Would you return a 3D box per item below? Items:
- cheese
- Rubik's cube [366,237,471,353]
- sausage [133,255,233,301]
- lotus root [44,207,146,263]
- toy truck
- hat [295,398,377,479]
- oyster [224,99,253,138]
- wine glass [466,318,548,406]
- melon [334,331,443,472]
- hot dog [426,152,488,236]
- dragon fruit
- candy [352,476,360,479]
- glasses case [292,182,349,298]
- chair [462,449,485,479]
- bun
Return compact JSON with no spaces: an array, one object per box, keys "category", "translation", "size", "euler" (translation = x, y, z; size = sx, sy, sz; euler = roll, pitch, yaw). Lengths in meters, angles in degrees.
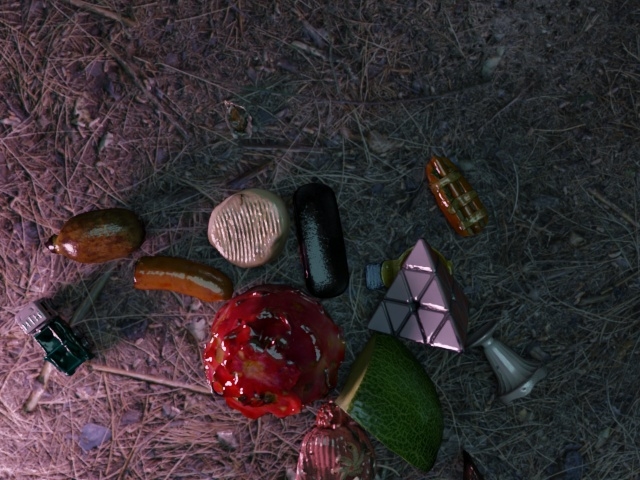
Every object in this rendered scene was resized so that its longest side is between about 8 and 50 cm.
[{"category":"cheese","translation":[0.247,0.090,1.838],"size":[0.250,0.064,0.157],"euler":[-3,87,-6]},{"category":"Rubik's cube","translation":[0.291,0.171,1.741],"size":[0.233,0.229,0.228],"euler":[30,68,4]},{"category":"sausage","translation":[-0.365,0.104,1.774],"size":[0.270,0.109,0.109],"euler":[13,86,-3]},{"category":"lotus root","translation":[-0.592,-0.011,1.738],"size":[0.260,0.145,0.128],"euler":[-13,48,-7]},{"category":"toy truck","translation":[-0.702,0.253,1.729],"size":[0.110,0.116,0.216],"euler":[-39,91,-5]},{"category":"hat","translation":[0.042,0.574,1.776],"size":[0.236,0.107,0.286],"euler":[-2,92,-21]},{"category":"oyster","translation":[-0.229,-0.336,1.844],"size":[0.098,0.037,0.100],"euler":[13,107,14]},{"category":"wine glass","translation":[0.499,0.330,1.806],"size":[0.165,0.165,0.196],"euler":[-42,84,-5]},{"category":"melon","translation":[0.210,0.456,1.767],"size":[0.343,0.331,0.226],"euler":[37,120,-10]},{"category":"hot dog","translation":[0.380,-0.128,1.857],"size":[0.109,0.072,0.270],"euler":[-32,91,-8]},{"category":"dragon fruit","translation":[-0.120,0.300,1.720],"size":[0.386,0.249,0.371],"euler":[34,90,0]},{"category":"candy","translation":[0.117,0.834,1.747],"size":[0.263,0.172,0.398],"euler":[-41,103,-1]},{"category":"glasses case","translation":[0.000,0.000,1.809],"size":[0.122,0.082,0.321],"euler":[-8,83,-15]},{"category":"chair","translation":[0.421,0.687,1.777],"size":[0.149,0.174,0.213],"euler":[12,97,0]},{"category":"bun","translation":[-0.186,-0.034,1.784],"size":[0.237,0.116,0.210],"euler":[-20,96,18]}]
